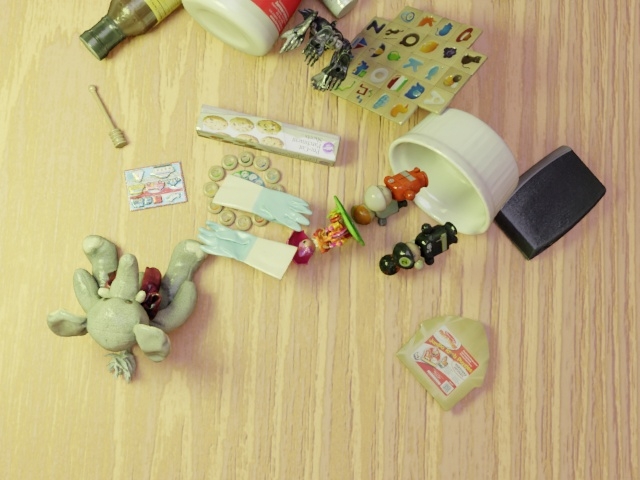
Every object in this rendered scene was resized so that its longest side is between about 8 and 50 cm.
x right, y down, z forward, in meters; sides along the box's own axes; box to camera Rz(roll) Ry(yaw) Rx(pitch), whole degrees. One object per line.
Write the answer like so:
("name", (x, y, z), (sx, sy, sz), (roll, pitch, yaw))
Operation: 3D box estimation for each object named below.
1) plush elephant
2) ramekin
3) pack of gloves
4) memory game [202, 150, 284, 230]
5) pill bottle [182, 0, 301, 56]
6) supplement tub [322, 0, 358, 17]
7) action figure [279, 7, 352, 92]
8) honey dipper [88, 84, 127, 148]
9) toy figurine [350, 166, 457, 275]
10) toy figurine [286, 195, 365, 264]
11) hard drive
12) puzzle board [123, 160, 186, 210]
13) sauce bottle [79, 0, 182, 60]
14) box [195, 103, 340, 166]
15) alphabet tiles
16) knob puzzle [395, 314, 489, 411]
("plush elephant", (-0.396, 0.129, 1.559), (0.272, 0.255, 0.330), (10, 81, -3))
("ramekin", (0.294, -0.155, 1.658), (0.277, 0.277, 0.135), (44, 73, 2))
("pack of gloves", (-0.142, -0.026, 1.672), (0.232, 0.046, 0.195), (19, 67, 17))
("memory game", (-0.175, -0.113, 1.736), (0.186, 0.012, 0.186), (1, 82, -5))
("pill bottle", (-0.112, -0.638, 1.698), (0.229, 0.229, 0.407), (30, 84, 0))
("supplement tub", (0.031, -0.585, 1.793), (0.071, 0.071, 0.107), (-40, 88, -9))
("action figure", (-0.007, -0.424, 1.696), (0.164, 0.275, 0.141), (41, 107, -20))
("honey dipper", (-0.485, -0.284, 1.726), (0.030, 0.030, 0.160), (-27, 83, -8))
("toy figurine", (0.171, -0.031, 1.654), (0.148, 0.209, 0.213), (-26, 85, -18))
("toy figurine", (0.000, 0.000, 1.673), (0.159, 0.173, 0.130), (-31, 103, 5))
("hard drive", (0.531, -0.092, 1.772), (0.255, 0.054, 0.172), (-39, 87, -9))
("puzzle board", (-0.373, -0.123, 1.722), (0.128, 0.011, 0.096), (-10, 83, -7))
("sauce bottle", (-0.396, -0.545, 1.731), (0.344, 0.111, 0.111), (-42, 87, -9))
("box", (-0.118, -0.238, 1.733), (0.324, 0.063, 0.067), (13, 82, -3))
("alphabet tiles", (0.189, -0.398, 1.708), (0.342, 0.011, 0.285), (33, 77, 38))
("knob puzzle", (0.292, 0.254, 1.715), (0.213, 0.030, 0.213), (1, 81, -4))
